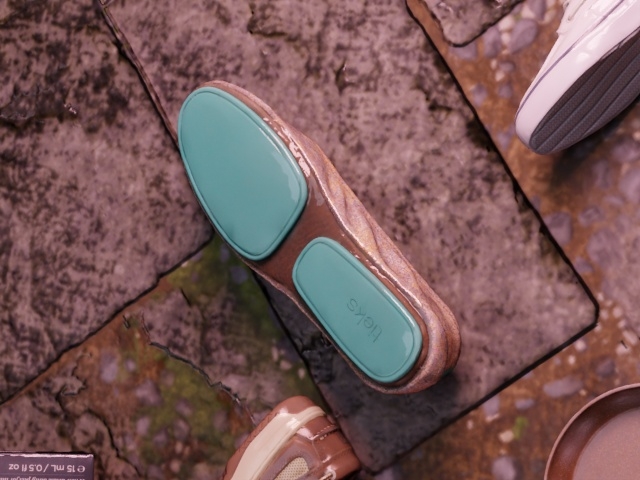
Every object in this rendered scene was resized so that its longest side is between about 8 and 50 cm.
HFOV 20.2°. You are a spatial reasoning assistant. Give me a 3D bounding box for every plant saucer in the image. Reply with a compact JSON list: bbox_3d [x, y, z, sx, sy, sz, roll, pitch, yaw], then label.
[{"bbox_3d":[0.247,0.189,1.316,0.168,0.029,0.169,-4,81,27],"label":"plant saucer"}]

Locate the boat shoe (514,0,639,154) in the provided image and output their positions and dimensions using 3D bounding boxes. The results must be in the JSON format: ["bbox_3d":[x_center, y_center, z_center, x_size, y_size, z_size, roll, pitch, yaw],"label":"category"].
[{"bbox_3d":[0.222,-0.164,1.353,0.226,0.083,0.076,-44,54,4],"label":"boat shoe"}]

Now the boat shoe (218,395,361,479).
[{"bbox_3d":[-0.065,0.249,1.435,0.095,0.095,0.257,41,102,19],"label":"boat shoe"}]

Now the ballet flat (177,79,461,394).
[{"bbox_3d":[0.000,0.000,1.422,0.107,0.106,0.316,-46,65,23],"label":"ballet flat"}]

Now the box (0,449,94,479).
[{"bbox_3d":[-0.271,0.254,1.498,0.156,0.093,0.158,2,84,-12],"label":"box"}]
